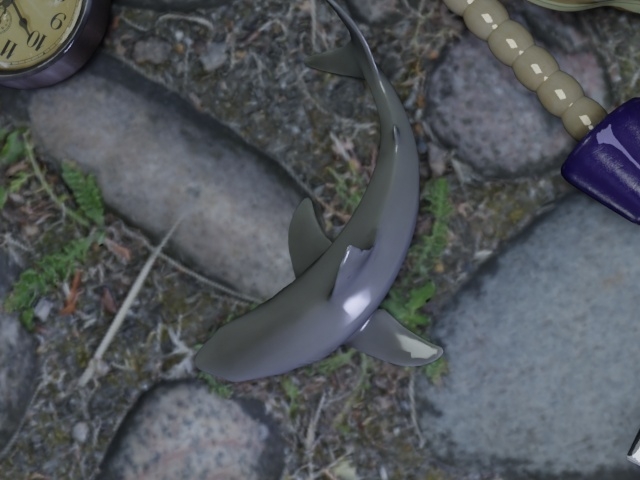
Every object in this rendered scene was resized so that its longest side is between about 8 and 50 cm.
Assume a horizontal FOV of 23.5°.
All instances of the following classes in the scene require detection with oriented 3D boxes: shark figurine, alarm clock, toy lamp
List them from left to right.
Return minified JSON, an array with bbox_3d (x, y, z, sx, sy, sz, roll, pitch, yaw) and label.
[{"bbox_3d":[-0.234,-0.163,1.158,0.129,0.064,0.192,32,88,13],"label":"alarm clock"},{"bbox_3d":[0.023,-0.017,1.065,0.166,0.116,0.278,18,89,12],"label":"shark figurine"},{"bbox_3d":[0.146,-0.125,1.069,0.080,0.080,0.275,-41,77,5],"label":"toy lamp"}]

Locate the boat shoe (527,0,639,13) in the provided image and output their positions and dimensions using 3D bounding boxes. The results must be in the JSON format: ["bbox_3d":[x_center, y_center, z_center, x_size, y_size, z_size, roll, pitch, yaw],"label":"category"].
[{"bbox_3d":[0.190,-0.186,1.053,0.135,0.045,0.050,0,54,-19],"label":"boat shoe"}]

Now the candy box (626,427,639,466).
[{"bbox_3d":[0.318,0.097,1.010,0.164,0.070,0.196,29,89,13],"label":"candy box"}]
